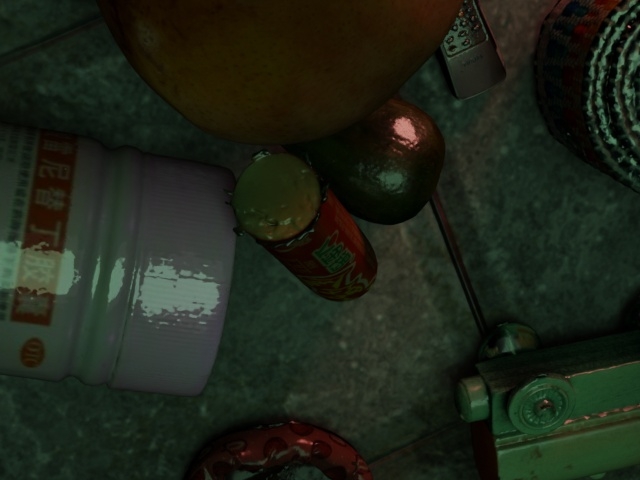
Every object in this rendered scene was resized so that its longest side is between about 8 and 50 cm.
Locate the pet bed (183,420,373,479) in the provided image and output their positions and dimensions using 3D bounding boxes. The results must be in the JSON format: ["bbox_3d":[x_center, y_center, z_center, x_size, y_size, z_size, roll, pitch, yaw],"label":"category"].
[{"bbox_3d":[-0.039,0.264,1.140,0.201,0.053,0.201,-5,111,-13],"label":"pet bed"}]

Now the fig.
[{"bbox_3d":[0.019,-0.082,1.036,0.177,0.117,0.117,17,101,0],"label":"fig"}]

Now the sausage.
[{"bbox_3d":[0.000,0.000,0.998,0.083,0.264,0.083,-4,73,14],"label":"sausage"}]

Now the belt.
[{"bbox_3d":[0.345,-0.125,1.060,0.295,0.160,0.207,27,98,-17],"label":"belt"}]

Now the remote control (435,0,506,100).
[{"bbox_3d":[0.106,-0.228,1.052,0.059,0.028,0.212,-25,108,-1],"label":"remote control"}]

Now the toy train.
[{"bbox_3d":[0.270,0.162,1.157,0.285,0.116,0.177,-11,119,-10],"label":"toy train"}]

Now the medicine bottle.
[{"bbox_3d":[-0.238,0.009,0.951,0.316,0.202,0.202,9,103,-15],"label":"medicine bottle"}]

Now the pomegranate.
[{"bbox_3d":[-0.027,-0.223,0.895,0.319,0.319,0.319,-3,105,-11],"label":"pomegranate"}]
